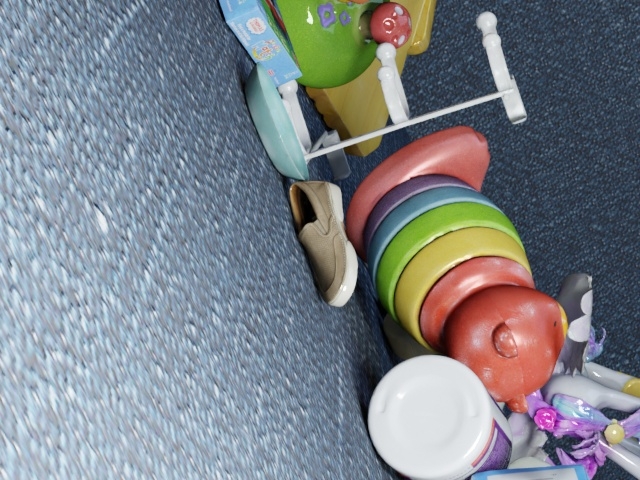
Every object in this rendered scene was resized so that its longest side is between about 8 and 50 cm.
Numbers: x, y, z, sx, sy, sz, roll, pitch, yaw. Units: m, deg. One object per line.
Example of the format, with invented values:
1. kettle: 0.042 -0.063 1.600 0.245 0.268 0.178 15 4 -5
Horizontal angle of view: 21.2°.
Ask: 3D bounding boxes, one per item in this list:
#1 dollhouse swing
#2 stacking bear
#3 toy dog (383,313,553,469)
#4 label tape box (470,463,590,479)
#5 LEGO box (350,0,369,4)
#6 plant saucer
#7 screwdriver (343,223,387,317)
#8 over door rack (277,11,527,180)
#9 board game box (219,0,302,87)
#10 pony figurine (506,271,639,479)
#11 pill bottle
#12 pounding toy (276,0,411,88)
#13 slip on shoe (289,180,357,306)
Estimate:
1. dollhouse swing: -0.028 -0.329 2.201 0.315 0.305 0.347 25 -14 26
2. stacking bear: 0.144 0.045 1.670 0.289 0.164 0.175 -120 -163 -51
3. toy dog: 0.180 0.182 1.778 0.220 0.161 0.334 58 12 -50
4. label tape box: 0.191 0.385 1.384 0.241 0.105 0.334 -90 174 -72
5. LEGO box: -0.049 -0.510 1.601 0.372 0.193 0.500 4 65 -61
6. plant saucer: -0.043 -0.104 1.561 0.119 0.021 0.119 -22 90 -82
7. screwdriver: 0.059 0.036 1.881 0.024 0.025 0.170 -100 167 -59
8. over door rack: 0.086 -0.152 1.813 0.324 0.239 0.108 8 65 -81
9. board game box: -0.085 -0.277 1.703 0.160 0.039 0.212 50 18 -67
10. pony figurine: 0.290 0.193 2.030 0.363 0.303 0.351 27 5 -12
11. pill bottle: 0.113 0.176 1.523 0.193 0.108 0.108 51 18 -66
12. pounding toy: 0.034 -0.281 1.820 0.183 0.110 0.237 9 87 -41
13. slip on shoe: 0.000 0.000 1.503 0.041 0.051 0.135 16 47 -27
